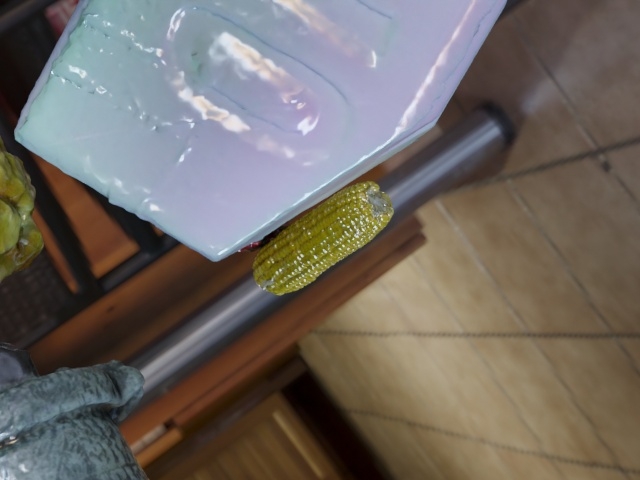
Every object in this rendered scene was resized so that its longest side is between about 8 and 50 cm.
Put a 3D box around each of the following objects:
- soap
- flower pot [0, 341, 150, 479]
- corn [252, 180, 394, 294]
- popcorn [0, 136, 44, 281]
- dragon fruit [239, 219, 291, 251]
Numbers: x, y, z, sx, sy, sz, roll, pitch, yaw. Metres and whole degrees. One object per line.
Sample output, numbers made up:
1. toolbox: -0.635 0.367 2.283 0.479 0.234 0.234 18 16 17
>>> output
1. soap: 0.004 -0.206 0.899 0.261 0.446 0.156 32 -170 2
2. flower pot: -0.312 0.258 1.410 0.283 0.299 0.299 54 165 18
3. corn: 0.000 0.000 1.628 0.238 0.080 0.080 -33 93 34
4. popcorn: -0.493 -0.039 1.500 0.335 0.279 0.274 21 -178 41
5. dragon fruit: -0.086 -0.043 1.707 0.130 0.142 0.121 17 120 1
